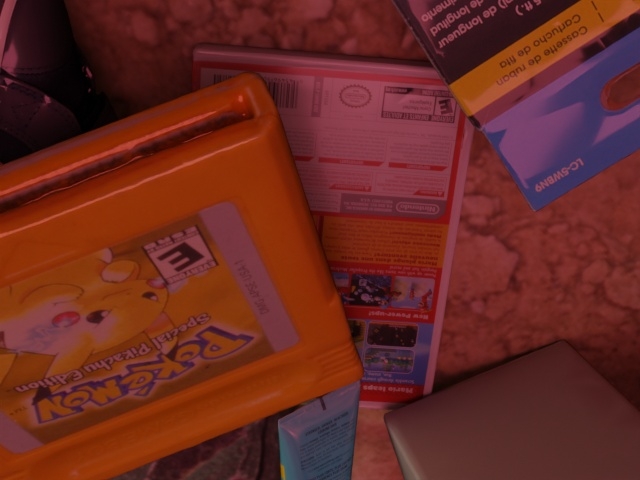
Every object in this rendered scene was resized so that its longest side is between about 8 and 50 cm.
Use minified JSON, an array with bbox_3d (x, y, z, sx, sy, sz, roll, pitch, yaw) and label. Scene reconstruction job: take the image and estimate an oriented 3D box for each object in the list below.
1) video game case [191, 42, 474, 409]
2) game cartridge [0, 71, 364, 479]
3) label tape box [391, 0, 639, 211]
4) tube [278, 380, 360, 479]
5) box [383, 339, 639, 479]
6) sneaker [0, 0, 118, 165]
[{"bbox_3d":[0.000,0.000,0.748,0.204,0.025,0.285,4,114,-3],"label":"video game case"},{"bbox_3d":[-0.128,0.061,0.622,0.285,0.052,0.323,-22,145,-1],"label":"game cartridge"},{"bbox_3d":[0.140,-0.222,0.604,0.241,0.106,0.333,-32,112,12],"label":"label tape box"},{"bbox_3d":[-0.003,0.208,0.810,0.080,0.052,0.207,-26,133,-37],"label":"tube"},{"bbox_3d":[0.194,0.257,0.681,0.168,0.345,0.215,-22,114,-5],"label":"box"},{"bbox_3d":[-0.168,-0.032,0.677,0.128,0.126,0.321,9,125,0],"label":"sneaker"}]
